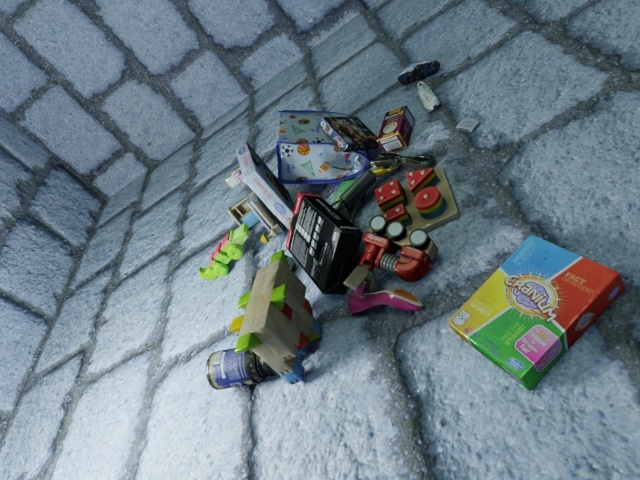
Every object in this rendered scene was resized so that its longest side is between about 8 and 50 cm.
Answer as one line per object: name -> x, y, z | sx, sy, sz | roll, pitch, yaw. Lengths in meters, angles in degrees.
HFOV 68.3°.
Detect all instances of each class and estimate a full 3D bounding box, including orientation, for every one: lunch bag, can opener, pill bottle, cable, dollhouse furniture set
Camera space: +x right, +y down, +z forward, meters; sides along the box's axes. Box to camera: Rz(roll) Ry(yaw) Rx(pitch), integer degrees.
lunch bag -> 0.007, -0.400, 2.024 | 0.385, 0.239, 0.328 | -3, 41, -2
can opener -> 0.113, -0.144, 1.772 | 0.093, 0.074, 0.280 | 39, 83, 20
pill bottle -> -0.242, 0.398, 1.503 | 0.219, 0.123, 0.123 | -14, 42, 16
cable -> 0.311, -0.292, 1.810 | 0.287, 0.072, 0.139 | 3, 36, 31
dollhouse furniture set -> -0.320, -0.129, 2.020 | 0.198, 0.286, 0.303 | -35, 24, 10

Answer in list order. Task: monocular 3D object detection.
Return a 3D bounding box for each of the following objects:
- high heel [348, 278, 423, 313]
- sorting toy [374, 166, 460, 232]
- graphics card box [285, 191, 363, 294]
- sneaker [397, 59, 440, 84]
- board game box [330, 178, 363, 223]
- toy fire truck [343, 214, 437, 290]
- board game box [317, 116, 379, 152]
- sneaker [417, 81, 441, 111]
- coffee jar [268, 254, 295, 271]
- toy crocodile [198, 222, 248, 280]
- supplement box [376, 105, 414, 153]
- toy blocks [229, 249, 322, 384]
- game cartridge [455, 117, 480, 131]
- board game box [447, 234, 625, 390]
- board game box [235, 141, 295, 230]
high heel -> 0.185, 0.195, 1.390 | 0.244, 0.082, 0.117 | 16, 102, 33
sorting toy -> 0.308, -0.135, 1.586 | 0.255, 0.089, 0.257 | -26, 37, 21
graphics card box -> 0.000, 0.000, 1.640 | 0.371, 0.094, 0.233 | 46, 125, 57
sneaker -> 0.452, -0.790, 2.163 | 0.211, 0.080, 0.081 | -4, 53, 40
board game box -> 0.097, -0.140, 1.852 | 0.136, 0.030, 0.260 | -6, 48, 43
toy fire truck -> 0.197, 0.065, 1.402 | 0.217, 0.158, 0.246 | 23, 79, 34
board game box -> 0.121, -0.432, 1.903 | 0.165, 0.243, 0.042 | 49, 127, 17
sneaker -> 0.442, -0.607, 1.974 | 0.071, 0.083, 0.191 | -30, 37, 14
coffee jar -> -0.168, 0.145, 1.756 | 0.096, 0.079, 0.184 | -5, 48, 38
toy crocodile -> -0.411, 0.051, 2.030 | 0.340, 0.105, 0.115 | -47, 28, 33
supplement box -> 0.311, -0.454, 1.936 | 0.104, 0.081, 0.188 | -12, 44, 37
toy blocks -> -0.102, 0.250, 1.444 | 0.190, 0.261, 0.382 | -27, 30, 24
game cartridge -> 0.545, -0.427, 1.735 | 0.056, 0.017, 0.083 | -48, 35, -3
board game box -> 0.495, 0.155, 1.111 | 0.316, 0.064, 0.242 | -45, 35, -4
board game box -> -0.223, -0.232, 2.010 | 0.065, 0.319, 0.318 | -36, 36, 8
